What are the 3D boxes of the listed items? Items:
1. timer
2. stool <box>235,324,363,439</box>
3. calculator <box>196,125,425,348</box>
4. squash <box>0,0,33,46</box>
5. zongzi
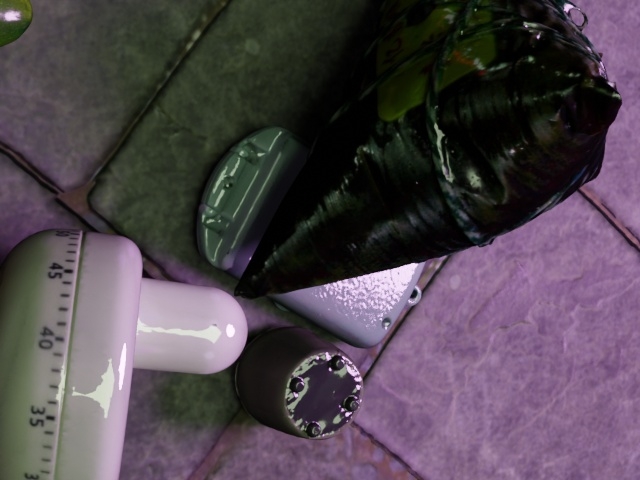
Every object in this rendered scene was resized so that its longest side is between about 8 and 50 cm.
[{"bbox_3d":[-0.177,0.106,1.418,0.240,0.233,0.233,7,95,-7],"label":"timer"},{"bbox_3d":[-0.016,0.128,1.586,0.096,0.110,0.096,-4,99,-25],"label":"stool"},{"bbox_3d":[0.000,0.000,1.613,0.246,0.045,0.141,30,82,-29],"label":"calculator"},{"bbox_3d":[-0.362,-0.195,1.361,0.292,0.082,0.082,7,94,-28],"label":"squash"},{"bbox_3d":[0.088,-0.080,1.552,0.362,0.383,0.319,-30,105,14],"label":"zongzi"}]
